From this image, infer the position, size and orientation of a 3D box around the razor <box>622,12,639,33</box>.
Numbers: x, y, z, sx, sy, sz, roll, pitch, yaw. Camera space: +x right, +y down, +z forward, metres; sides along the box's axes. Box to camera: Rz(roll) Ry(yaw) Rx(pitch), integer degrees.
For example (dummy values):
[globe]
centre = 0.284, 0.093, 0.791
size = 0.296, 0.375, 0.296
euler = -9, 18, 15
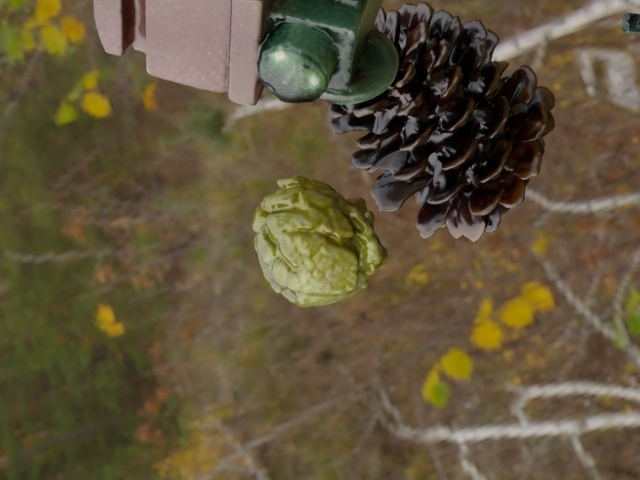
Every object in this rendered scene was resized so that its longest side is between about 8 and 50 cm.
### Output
[razor]
centre = 0.365, -0.197, 1.470
size = 0.033, 0.190, 0.066
euler = -163, 74, -73

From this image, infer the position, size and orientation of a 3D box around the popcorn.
[popcorn]
centre = 0.000, 0.000, 1.323
size = 0.116, 0.106, 0.121
euler = -74, -30, -49

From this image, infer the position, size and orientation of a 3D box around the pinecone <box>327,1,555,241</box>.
[pinecone]
centre = 0.118, -0.141, 1.781
size = 0.292, 0.246, 0.246
euler = 38, -172, -39

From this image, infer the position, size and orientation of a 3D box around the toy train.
[toy train]
centre = -0.024, -0.234, 1.223
size = 0.150, 0.221, 0.304
euler = 96, -168, -51
